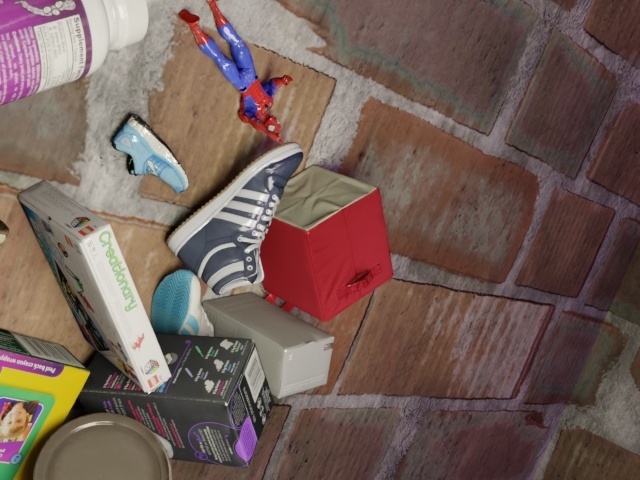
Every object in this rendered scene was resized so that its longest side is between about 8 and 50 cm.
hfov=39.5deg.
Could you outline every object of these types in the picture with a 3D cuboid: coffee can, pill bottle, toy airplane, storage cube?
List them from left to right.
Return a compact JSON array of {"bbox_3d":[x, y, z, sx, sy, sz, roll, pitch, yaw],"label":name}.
[{"bbox_3d":[-0.378,-0.271,1.127,0.301,0.169,0.169,-29,130,-33],"label":"pill bottle"},{"bbox_3d":[-0.359,0.422,1.421,0.201,0.201,0.275,-28,159,-33],"label":"coffee can"},{"bbox_3d":[-0.086,0.138,1.764,0.151,0.028,0.151,-24,127,-38],"label":"toy airplane"},{"bbox_3d":[0.000,0.000,1.641,0.183,0.215,0.193,-31,125,-30],"label":"storage cube"}]

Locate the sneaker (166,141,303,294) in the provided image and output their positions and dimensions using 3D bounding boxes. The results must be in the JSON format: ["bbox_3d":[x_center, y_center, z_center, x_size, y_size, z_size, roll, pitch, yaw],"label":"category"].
[{"bbox_3d":[-0.108,-0.029,1.504,0.282,0.153,0.099,-40,168,0],"label":"sneaker"}]

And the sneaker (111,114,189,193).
[{"bbox_3d":[-0.272,-0.127,1.415,0.073,0.063,0.162,-39,133,1],"label":"sneaker"}]

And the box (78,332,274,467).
[{"bbox_3d":[-0.236,0.258,1.471,0.143,0.270,0.165,-68,154,-48],"label":"box"}]

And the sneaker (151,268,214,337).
[{"bbox_3d":[-0.239,0.145,1.575,0.092,0.087,0.229,-23,134,-44],"label":"sneaker"}]

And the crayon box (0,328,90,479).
[{"bbox_3d":[-0.564,0.270,1.284,0.363,0.106,0.313,29,91,-50],"label":"crayon box"}]

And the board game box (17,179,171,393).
[{"bbox_3d":[-0.337,0.072,1.341,0.053,0.193,0.305,-36,134,-27],"label":"board game box"}]

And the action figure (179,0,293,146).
[{"bbox_3d":[-0.107,-0.263,1.444,0.091,0.139,0.280,-48,140,-15],"label":"action figure"}]

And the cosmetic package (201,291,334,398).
[{"bbox_3d":[-0.102,0.183,1.610,0.127,0.238,0.107,-7,116,-43],"label":"cosmetic package"}]

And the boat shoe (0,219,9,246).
[{"bbox_3d":[-0.519,-0.007,1.212,0.190,0.068,0.072,18,109,-49],"label":"boat shoe"}]
